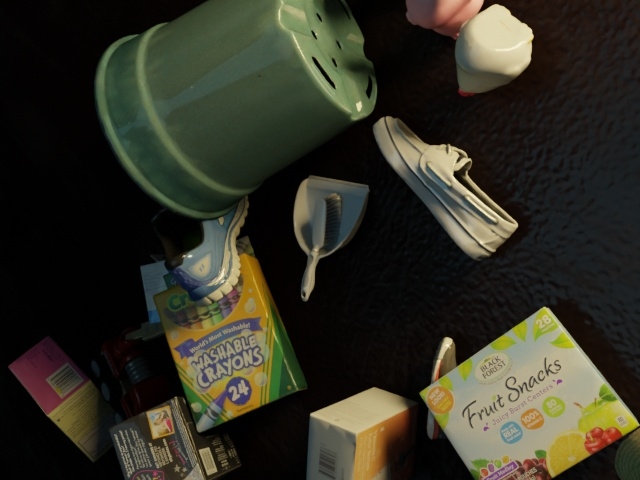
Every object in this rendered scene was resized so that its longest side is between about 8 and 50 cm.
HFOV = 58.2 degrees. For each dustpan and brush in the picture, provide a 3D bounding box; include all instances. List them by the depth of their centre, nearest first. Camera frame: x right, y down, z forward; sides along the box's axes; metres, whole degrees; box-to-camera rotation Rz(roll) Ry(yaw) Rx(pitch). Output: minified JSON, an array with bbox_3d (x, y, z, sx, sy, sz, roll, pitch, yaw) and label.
[{"bbox_3d":[0.000,0.000,0.994,0.147,0.060,0.211,15,103,38],"label":"dustpan and brush"}]

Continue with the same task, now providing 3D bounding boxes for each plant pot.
[{"bbox_3d":[-0.114,-0.246,0.916,0.334,0.341,0.341,-21,80,31],"label":"plant pot"}]

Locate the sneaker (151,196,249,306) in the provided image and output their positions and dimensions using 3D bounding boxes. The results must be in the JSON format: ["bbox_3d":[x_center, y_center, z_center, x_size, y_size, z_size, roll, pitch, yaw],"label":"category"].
[{"bbox_3d":[-0.221,-0.045,1.055,0.129,0.147,0.330,-27,42,17],"label":"sneaker"}]

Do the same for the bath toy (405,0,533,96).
[{"bbox_3d":[0.159,-0.339,0.796,0.348,0.151,0.129,58,163,18],"label":"bath toy"}]

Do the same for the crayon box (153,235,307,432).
[{"bbox_3d":[-0.182,0.168,1.089,0.203,0.083,0.323,-25,75,7],"label":"crayon box"}]

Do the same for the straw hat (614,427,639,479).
[{"bbox_3d":[0.410,0.275,0.644,0.144,0.061,0.145,11,117,22],"label":"straw hat"}]

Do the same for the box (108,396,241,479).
[{"bbox_3d":[-0.271,0.403,1.106,0.142,0.247,0.163,-25,74,1],"label":"box"}]

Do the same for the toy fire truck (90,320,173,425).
[{"bbox_3d":[-0.390,0.283,1.306,0.217,0.158,0.246,56,135,22],"label":"toy fire truck"}]

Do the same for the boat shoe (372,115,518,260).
[{"bbox_3d":[0.180,-0.095,0.828,0.084,0.095,0.258,-45,76,28],"label":"boat shoe"}]

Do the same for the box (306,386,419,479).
[{"bbox_3d":[0.068,0.320,0.892,0.091,0.170,0.130,8,99,40],"label":"box"}]

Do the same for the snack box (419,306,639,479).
[{"bbox_3d":[0.265,0.216,0.753,0.207,0.070,0.175,-38,68,15],"label":"snack box"}]

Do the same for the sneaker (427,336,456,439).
[{"bbox_3d":[0.198,0.223,0.864,0.064,0.061,0.158,6,99,12],"label":"sneaker"}]

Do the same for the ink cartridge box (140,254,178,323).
[{"bbox_3d":[-0.314,0.096,1.229,0.089,0.092,0.143,-13,85,20],"label":"ink cartridge box"}]

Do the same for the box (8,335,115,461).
[{"bbox_3d":[-0.619,0.394,1.430,0.213,0.117,0.243,28,147,35],"label":"box"}]
